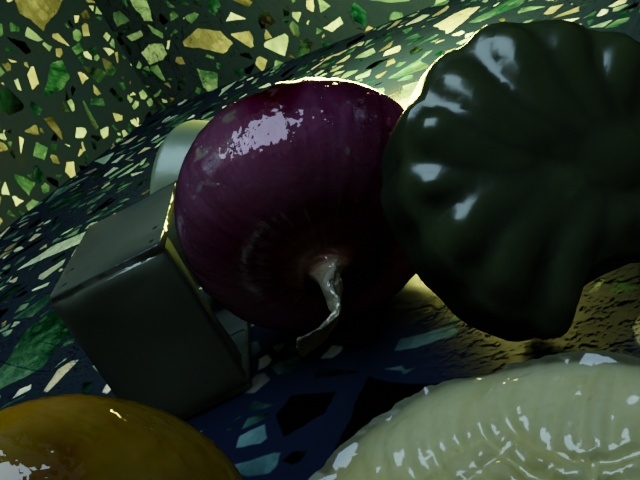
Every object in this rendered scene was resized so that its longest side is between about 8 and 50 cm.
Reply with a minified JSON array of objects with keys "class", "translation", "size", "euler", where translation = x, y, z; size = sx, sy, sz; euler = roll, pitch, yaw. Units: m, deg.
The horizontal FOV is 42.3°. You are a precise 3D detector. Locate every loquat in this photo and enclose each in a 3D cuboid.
[{"class":"loquat","translation":[-0.178,0.292,0.634],"size":[0.328,0.359,0.328],"euler":[-44,-18,-18]}]

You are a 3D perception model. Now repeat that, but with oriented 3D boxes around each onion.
[{"class":"onion","translation":[0.002,-0.022,1.085],"size":[0.358,0.358,0.345],"euler":[-31,66,-8]}]

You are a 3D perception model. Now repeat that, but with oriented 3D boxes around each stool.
[{"class":"stool","translation":[-0.228,0.089,1.196],"size":[0.170,0.243,0.269],"euler":[-26,22,6]}]

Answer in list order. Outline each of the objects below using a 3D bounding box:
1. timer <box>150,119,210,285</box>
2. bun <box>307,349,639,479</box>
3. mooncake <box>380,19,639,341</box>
[{"class":"timer","translation":[-0.077,-0.075,1.388],"size":[0.315,0.290,0.291],"euler":[-4,30,25]},{"class":"bun","translation":[0.141,0.242,0.470],"size":[0.364,0.202,0.364],"euler":[-20,29,12]},{"class":"mooncake","translation":[0.240,-0.072,0.889],"size":[0.351,0.351,0.187],"euler":[-31,-10,-8]}]
